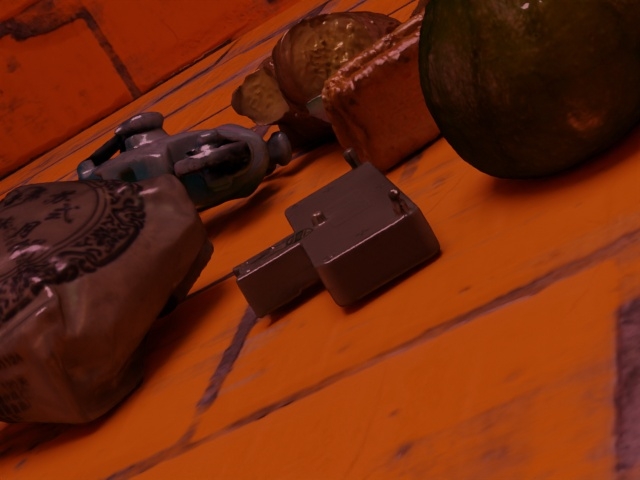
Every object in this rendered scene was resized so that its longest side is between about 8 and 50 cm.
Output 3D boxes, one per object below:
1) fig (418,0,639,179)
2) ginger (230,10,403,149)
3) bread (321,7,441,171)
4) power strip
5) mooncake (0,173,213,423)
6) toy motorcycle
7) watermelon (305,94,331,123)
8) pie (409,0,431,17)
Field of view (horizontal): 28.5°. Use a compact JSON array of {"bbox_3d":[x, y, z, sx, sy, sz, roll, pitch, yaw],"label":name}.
[{"bbox_3d":[0.143,-0.172,0.897,0.203,0.235,0.203,-30,20,12],"label":"fig"},{"bbox_3d":[0.007,-0.177,1.419,0.219,0.123,0.270,-14,-1,-20],"label":"ginger"},{"bbox_3d":[0.102,-0.158,1.186,0.211,0.114,0.083,-35,31,-9],"label":"bread"},{"bbox_3d":[0.000,0.000,0.978,0.145,0.061,0.215,-32,14,-1],"label":"power strip"},{"bbox_3d":[-0.245,0.046,1.095,0.254,0.136,0.250,-10,30,30],"label":"mooncake"},{"bbox_3d":[-0.158,-0.069,1.400,0.260,0.154,0.206,-16,-2,29],"label":"toy motorcycle"},{"bbox_3d":[0.083,-0.134,1.280,0.155,0.080,0.101,-32,-21,14],"label":"watermelon"},{"bbox_3d":[0.233,-0.328,1.504,0.308,0.085,0.308,-31,14,8],"label":"pie"}]
